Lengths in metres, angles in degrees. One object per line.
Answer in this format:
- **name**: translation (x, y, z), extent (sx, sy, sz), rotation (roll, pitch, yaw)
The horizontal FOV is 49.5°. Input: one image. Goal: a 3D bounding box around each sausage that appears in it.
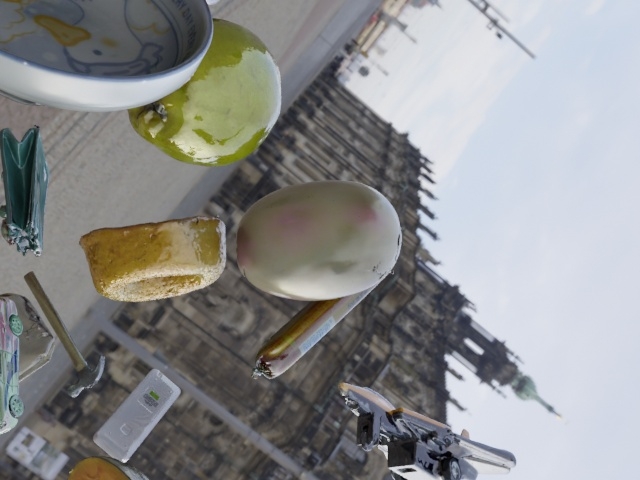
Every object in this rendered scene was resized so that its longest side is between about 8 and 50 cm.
- **sausage**: translation (0.001, 0.151, 1.393), extent (0.371, 0.082, 0.082), rotation (-41, -176, -22)

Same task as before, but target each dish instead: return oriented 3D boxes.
- **dish**: translation (-0.257, -0.200, 0.683), extent (0.134, 0.273, 0.273), rotation (-56, -177, 41)

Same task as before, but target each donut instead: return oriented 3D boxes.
- **donut**: translation (-0.307, 0.038, 1.312), extent (0.277, 0.109, 0.277), rotation (-12, 164, -3)

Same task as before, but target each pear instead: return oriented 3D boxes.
- **pear**: translation (-0.160, -0.212, 0.999), extent (0.212, 0.212, 0.269), rotation (-46, 172, 33)

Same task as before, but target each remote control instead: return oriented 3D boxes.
- **remote control**: translation (-0.452, 0.432, 1.731), extent (0.034, 0.103, 0.250), rotation (-44, -173, 40)

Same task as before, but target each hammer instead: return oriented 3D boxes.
- **hammer**: translation (-0.352, 0.119, 0.941), extent (0.062, 0.182, 0.017), rotation (-33, 169, -3)

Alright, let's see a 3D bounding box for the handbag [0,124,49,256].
- **handbag**: translation (-0.733, -0.120, 1.704), extent (0.269, 0.100, 0.274), rotation (135, -46, -67)

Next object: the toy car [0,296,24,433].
- **toy car**: translation (-0.533, 0.198, 1.102), extent (0.090, 0.224, 0.076), rotation (-16, 154, 6)

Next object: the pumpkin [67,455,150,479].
- **pumpkin**: translation (-0.415, 0.509, 1.424), extent (0.312, 0.169, 0.148), rotation (-11, 176, 32)

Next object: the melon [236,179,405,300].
- **melon**: translation (0.000, 0.000, 1.297), extent (0.223, 0.316, 0.223), rotation (174, -90, -86)

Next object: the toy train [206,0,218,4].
- **toy train**: translation (-0.277, -0.554, 1.302), extent (0.248, 0.173, 0.307), rotation (-33, 158, -19)

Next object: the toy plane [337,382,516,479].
- **toy plane**: translation (0.119, 0.281, 0.962), extent (0.204, 0.316, 0.103), rotation (-21, -128, 32)

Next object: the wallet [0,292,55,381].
- **wallet**: translation (-0.813, 0.257, 1.698), extent (0.274, 0.335, 0.068), rotation (-32, 140, -22)
